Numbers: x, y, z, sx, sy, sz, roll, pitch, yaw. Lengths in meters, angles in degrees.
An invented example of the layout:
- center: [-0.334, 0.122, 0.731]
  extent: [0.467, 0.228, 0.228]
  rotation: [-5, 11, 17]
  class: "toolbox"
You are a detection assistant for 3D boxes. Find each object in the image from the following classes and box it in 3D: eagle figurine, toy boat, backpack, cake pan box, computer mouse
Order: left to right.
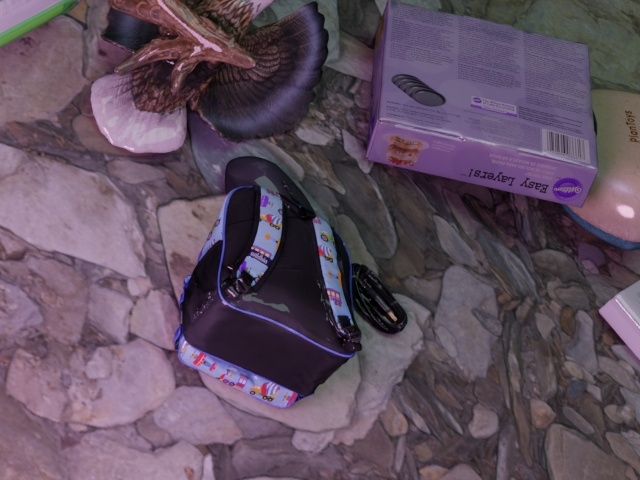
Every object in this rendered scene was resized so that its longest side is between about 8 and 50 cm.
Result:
- center: [-0.110, -0.210, 1.810]
  extent: [0.298, 0.225, 0.226]
  rotation: [-64, 149, -83]
  class: "eagle figurine"
- center: [-0.048, 0.042, 1.618]
  extent: [0.158, 0.117, 0.173]
  rotation: [25, 39, -22]
  class: "backpack"
- center: [0.000, 0.000, 1.776]
  extent: [0.242, 0.041, 0.071]
  rotation: [42, 34, -1]
  class: "computer mouse"
- center: [0.190, -0.160, 2.036]
  extent: [0.266, 0.070, 0.246]
  rotation: [11, 43, -7]
  class: "cake pan box"
- center: [0.424, -0.058, 2.140]
  extent: [0.318, 0.148, 0.267]
  rotation: [11, 37, 0]
  class: "toy boat"

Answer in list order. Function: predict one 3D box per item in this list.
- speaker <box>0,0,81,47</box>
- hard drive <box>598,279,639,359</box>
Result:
- center: [-0.322, -0.234, 1.644]
  extent: [0.131, 0.131, 0.296]
  rotation: [44, 35, 2]
  class: "speaker"
- center: [0.474, 0.163, 2.057]
  extent: [0.307, 0.040, 0.203]
  rotation: [51, 36, 12]
  class: "hard drive"
